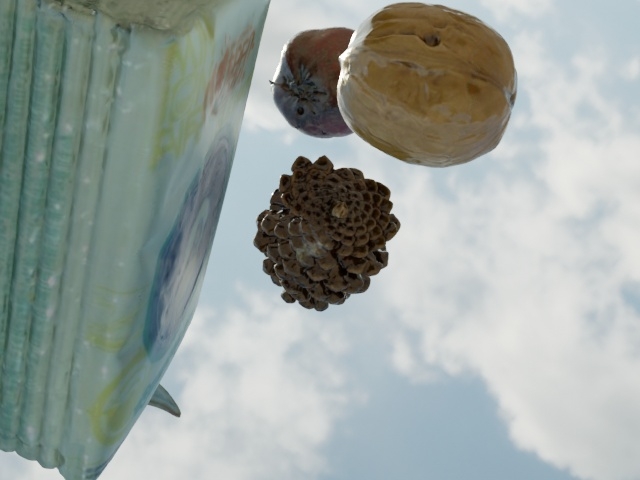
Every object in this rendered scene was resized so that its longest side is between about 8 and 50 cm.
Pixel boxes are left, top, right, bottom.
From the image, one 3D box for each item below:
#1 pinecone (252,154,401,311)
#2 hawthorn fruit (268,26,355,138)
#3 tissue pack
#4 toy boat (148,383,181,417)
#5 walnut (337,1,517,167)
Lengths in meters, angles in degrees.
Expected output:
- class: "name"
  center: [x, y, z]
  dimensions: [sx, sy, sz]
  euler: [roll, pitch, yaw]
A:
- class: "pinecone"
  center: [-0.002, 0.001, 1.701]
  dimensions: [0.168, 0.212, 0.186]
  euler: [-13, -117, -45]
- class: "hawthorn fruit"
  center: [0.034, -0.257, 1.984]
  dimensions: [0.181, 0.181, 0.235]
  euler: [43, -138, 14]
- class: "tissue pack"
  center: [-0.165, -0.047, 0.993]
  dimensions: [0.162, 0.388, 0.287]
  euler: [17, -151, 4]
- class: "toy boat"
  center: [-0.231, 0.188, 1.613]
  dimensions: [0.122, 0.096, 0.034]
  euler: [9, -139, 20]
- class: "walnut"
  center: [0.127, -0.189, 1.530]
  dimensions: [0.221, 0.195, 0.195]
  euler: [20, -141, 9]
